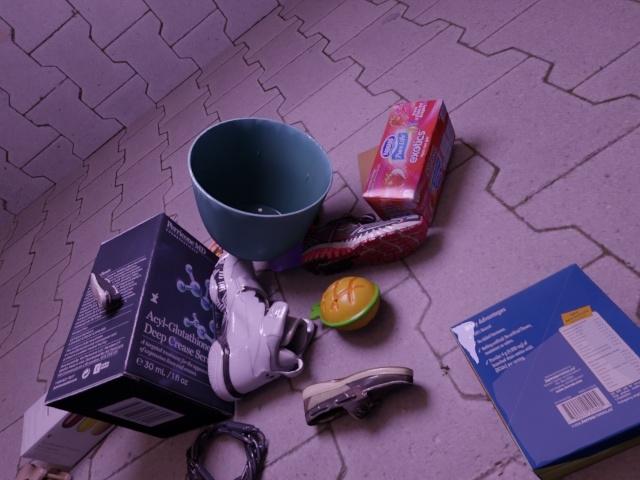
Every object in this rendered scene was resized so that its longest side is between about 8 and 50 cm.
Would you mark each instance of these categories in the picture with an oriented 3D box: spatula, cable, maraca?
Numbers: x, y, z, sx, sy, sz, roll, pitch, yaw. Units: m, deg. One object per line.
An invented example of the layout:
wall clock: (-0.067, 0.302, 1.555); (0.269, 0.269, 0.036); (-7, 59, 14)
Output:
spatula: (0.000, 0.000, 1.004); (0.297, 0.030, 0.084); (-25, 46, 16)
cable: (-0.193, 0.435, 0.788); (0.185, 0.047, 0.150); (-6, 58, 29)
maraca: (0.046, 0.128, 0.823); (0.127, 0.099, 0.186); (-43, 19, -30)

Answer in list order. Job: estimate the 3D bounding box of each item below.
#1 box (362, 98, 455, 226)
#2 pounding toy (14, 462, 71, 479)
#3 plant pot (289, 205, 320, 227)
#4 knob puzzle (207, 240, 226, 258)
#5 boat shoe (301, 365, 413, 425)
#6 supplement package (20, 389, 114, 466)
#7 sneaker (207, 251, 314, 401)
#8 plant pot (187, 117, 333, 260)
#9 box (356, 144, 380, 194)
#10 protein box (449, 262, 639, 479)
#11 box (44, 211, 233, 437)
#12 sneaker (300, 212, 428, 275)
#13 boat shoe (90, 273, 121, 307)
box: (0.205, -0.172, 0.901); (0.123, 0.128, 0.256); (7, 69, 35)
pounding toy: (-0.724, 0.646, 0.906); (0.154, 0.155, 0.269); (10, 63, 45)
plant pot: (-0.035, -0.083, 1.068); (0.084, 0.083, 0.079); (-17, 36, 24)
knob puzzle: (-0.285, 0.023, 1.171); (0.213, 0.030, 0.213); (-23, 40, 20)
boat shoe: (0.065, 0.279, 0.706); (0.224, 0.080, 0.073); (-24, 51, 25)
supplement package: (-0.599, 0.419, 1.012); (0.244, 0.139, 0.134); (-44, 42, -2)
sneaker: (-0.131, 0.156, 0.902); (0.210, 0.137, 0.365); (-21, 52, 20)
plant pot: (-0.139, -0.089, 0.903); (0.293, 0.235, 0.292); (7, 51, -9)
box: (0.195, -0.205, 1.036); (0.201, 0.021, 0.164); (-21, 47, 21)
protein box: (0.328, 0.180, 0.550); (0.200, 0.136, 0.201); (-32, 44, 11)
box: (-0.361, 0.193, 0.913); (0.212, 0.293, 0.395); (-24, 46, 17)
sneaker: (0.083, -0.011, 0.878); (0.300, 0.121, 0.111); (-13, 60, 27)
boat shoe: (-0.431, 0.096, 0.798); (0.125, 0.038, 0.046); (19, 111, 48)
